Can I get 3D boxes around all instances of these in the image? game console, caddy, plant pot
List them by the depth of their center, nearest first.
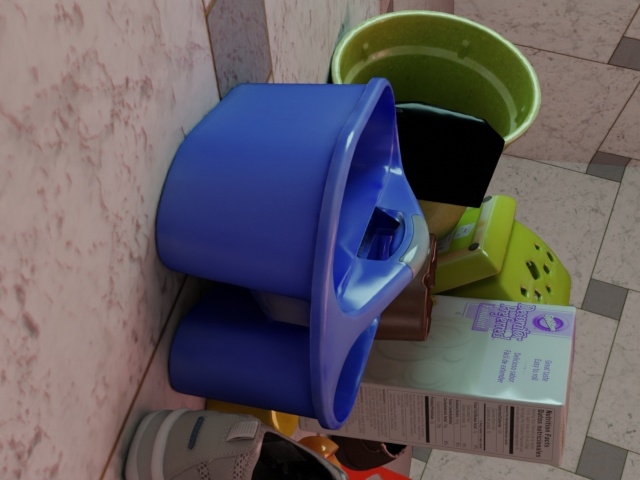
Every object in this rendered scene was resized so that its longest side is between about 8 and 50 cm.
[{"bbox_3d":[0.000,0.000,0.756,0.341,0.179,0.241,-65,156,-60],"label":"caddy"},{"bbox_3d":[0.048,0.047,1.059,0.167,0.165,0.167,5,90,-78],"label":"plant pot"},{"bbox_3d":[0.086,-0.034,1.145,0.361,0.213,0.044,100,-2,-51],"label":"game console"},{"bbox_3d":[0.137,-0.136,1.278,0.254,0.276,0.276,101,3,-51],"label":"plant pot"},{"bbox_3d":[0.230,0.073,1.395,0.207,0.227,0.228,57,33,-21],"label":"plant pot"}]

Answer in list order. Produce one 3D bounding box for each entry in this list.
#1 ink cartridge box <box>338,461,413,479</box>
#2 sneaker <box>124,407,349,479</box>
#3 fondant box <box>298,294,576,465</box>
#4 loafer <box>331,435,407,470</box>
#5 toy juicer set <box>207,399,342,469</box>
[{"bbox_3d":[0.109,0.517,1.602,0.275,0.060,0.239,36,58,-48],"label":"ink cartridge box"},{"bbox_3d":[-0.013,0.216,0.664,0.281,0.115,0.105,45,44,-36],"label":"sneaker"},{"bbox_3d":[0.159,0.166,1.198,0.238,0.330,0.096,-55,146,-59],"label":"fondant box"},{"bbox_3d":[0.122,0.195,1.480,0.134,0.130,0.366,17,75,-36],"label":"loafer"},{"bbox_3d":[-0.055,0.295,0.778,0.209,0.089,0.329,52,37,-45],"label":"toy juicer set"}]
